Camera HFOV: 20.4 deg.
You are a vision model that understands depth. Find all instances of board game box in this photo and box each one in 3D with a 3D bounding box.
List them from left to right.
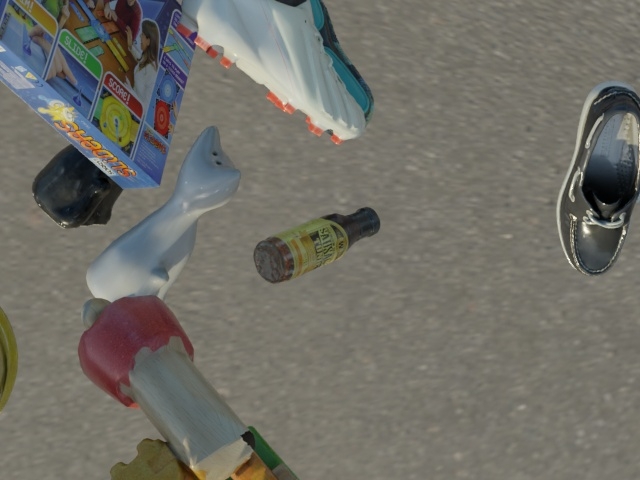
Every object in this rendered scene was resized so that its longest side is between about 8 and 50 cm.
[{"bbox_3d":[-0.158,-0.141,1.201,0.035,0.201,0.136,-2,61,29],"label":"board game box"}]

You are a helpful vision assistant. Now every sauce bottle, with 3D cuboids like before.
[{"bbox_3d":[0.000,0.000,1.515,0.042,0.128,0.042,22,124,38],"label":"sauce bottle"}]

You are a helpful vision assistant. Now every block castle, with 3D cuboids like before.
[{"bbox_3d":[-0.143,0.268,1.507,0.303,0.453,0.213,-42,52,-5],"label":"block castle"}]

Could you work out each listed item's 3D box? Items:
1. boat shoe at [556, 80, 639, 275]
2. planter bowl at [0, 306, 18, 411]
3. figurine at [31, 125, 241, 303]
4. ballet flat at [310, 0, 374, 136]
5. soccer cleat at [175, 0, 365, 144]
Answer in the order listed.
[{"bbox_3d":[0.168,-0.030,1.049,0.046,0.038,0.125,6,117,-5],"label":"boat shoe"},{"bbox_3d":[-0.245,0.100,0.829,0.217,0.217,0.090,-34,48,21],"label":"planter bowl"},{"bbox_3d":[-0.173,-0.060,1.781,0.209,0.092,0.215,-52,54,24],"label":"figurine"},{"bbox_3d":[-0.012,-0.173,1.649,0.070,0.070,0.188,-32,72,21],"label":"ballet flat"},{"bbox_3d":[-0.020,-0.134,1.267,0.076,0.196,0.068,-53,44,2],"label":"soccer cleat"}]
